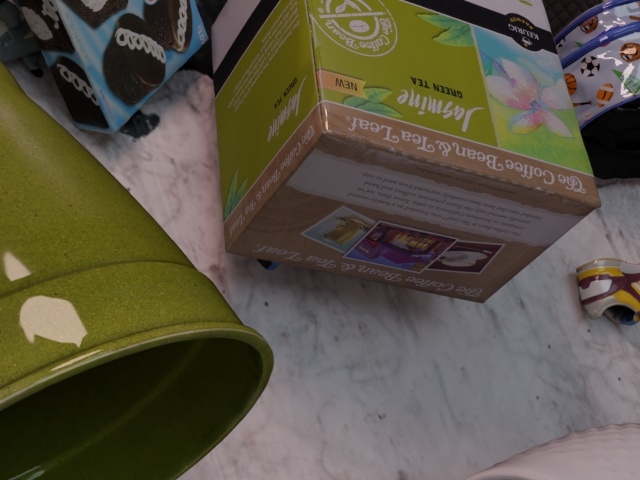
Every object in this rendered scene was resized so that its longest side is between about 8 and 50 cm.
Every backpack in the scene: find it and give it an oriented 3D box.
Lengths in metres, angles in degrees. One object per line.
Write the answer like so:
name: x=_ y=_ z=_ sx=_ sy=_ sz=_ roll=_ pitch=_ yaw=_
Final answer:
backpack: x=0.419 y=-0.214 z=1.533 sx=0.263 sy=0.276 sz=0.213 roll=-20 pitch=71 yaw=-32

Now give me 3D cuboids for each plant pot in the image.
plant pot: x=-0.284 y=0.042 z=0.899 sx=0.366 sy=0.366 sz=0.353 roll=-17 pitch=63 yaw=-38

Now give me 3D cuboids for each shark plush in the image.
shark plush: x=-0.311 y=-0.205 z=1.203 sx=0.161 sy=0.073 sz=0.067 roll=5 pitch=80 yaw=-53

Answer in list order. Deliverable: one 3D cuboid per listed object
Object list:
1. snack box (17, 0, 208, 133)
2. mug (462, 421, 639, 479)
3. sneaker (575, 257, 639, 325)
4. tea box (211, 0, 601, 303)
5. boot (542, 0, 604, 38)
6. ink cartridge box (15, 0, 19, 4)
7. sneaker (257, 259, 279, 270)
snack box: x=-0.233 y=-0.294 z=1.148 sx=0.187 sy=0.060 sz=0.322 roll=-53 pitch=139 yaw=-37
mug: x=0.310 y=0.370 z=1.148 sx=0.328 sy=0.276 sz=0.374 roll=-11 pitch=101 yaw=-44
sneaker: x=0.418 y=0.073 z=1.492 sx=0.185 sy=0.069 sz=0.084 roll=3 pitch=72 yaw=-25
tea box: x=0.078 y=-0.140 z=1.212 sx=0.329 sy=0.220 sz=0.324 roll=11 pitch=54 yaw=-27
boot: x=0.368 y=-0.451 z=1.723 sx=0.222 sy=0.118 sz=0.338 roll=-28 pitch=86 yaw=-45
ink cartridge box: x=-0.278 y=-0.322 z=1.244 sx=0.092 sy=0.090 sz=0.143 roll=48 pitch=48 yaw=-1
sneaker: x=0.000 y=0.000 z=1.261 sx=0.162 sy=0.063 sz=0.073 roll=-26 pitch=84 yaw=-39
